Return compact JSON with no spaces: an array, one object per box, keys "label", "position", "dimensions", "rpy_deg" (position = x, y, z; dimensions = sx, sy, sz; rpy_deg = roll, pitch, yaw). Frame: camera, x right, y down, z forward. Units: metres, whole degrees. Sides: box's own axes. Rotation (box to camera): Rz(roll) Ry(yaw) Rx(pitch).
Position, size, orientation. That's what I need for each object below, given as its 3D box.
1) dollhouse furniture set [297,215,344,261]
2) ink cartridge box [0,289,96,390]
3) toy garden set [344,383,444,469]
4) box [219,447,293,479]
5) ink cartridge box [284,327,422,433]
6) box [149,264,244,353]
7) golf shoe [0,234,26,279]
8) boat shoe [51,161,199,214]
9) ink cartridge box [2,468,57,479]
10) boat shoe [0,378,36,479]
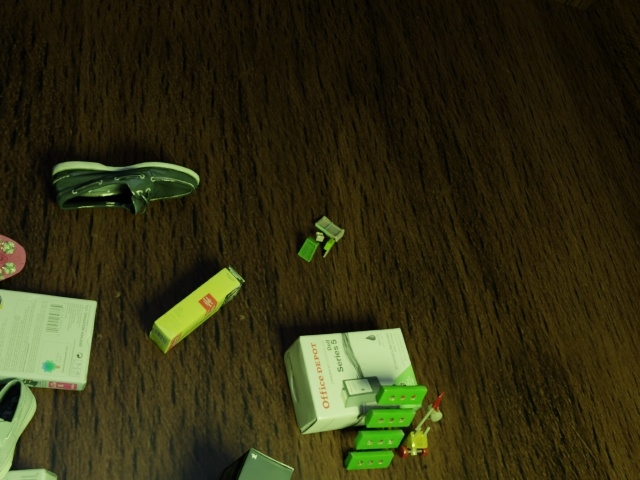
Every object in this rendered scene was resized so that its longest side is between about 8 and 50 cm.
[{"label":"dollhouse furniture set","position":[0.000,0.000,1.777],"dimensions":[0.076,0.058,0.151],"rpy_deg":[34,32,8]},{"label":"ink cartridge box","position":[-0.627,0.196,1.341],"dimensions":[0.311,0.065,0.186],"rpy_deg":[11,56,-21]},{"label":"toy garden set","position":[0.178,0.406,1.478],"dimensions":[0.203,0.244,0.049],"rpy_deg":[6,31,-26]},{"label":"box","position":[-0.164,0.551,1.246],"dimensions":[0.103,0.184,0.261],"rpy_deg":[27,53,-6]},{"label":"ink cartridge box","position":[0.074,0.323,1.543],"dimensions":[0.273,0.115,0.198],"rpy_deg":[-1,60,-25]},{"label":"box","position":[-0.280,0.154,1.510],"dimensions":[0.058,0.087,0.232],"rpy_deg":[45,51,7]},{"label":"golf shoe","position":[-0.770,0.024,1.353],"dimensions":[0.306,0.140,0.115],"rpy_deg":[5,95,-47]},{"label":"boat shoe","position":[-0.459,-0.115,1.576],"dimensions":[0.340,0.127,0.113],"rpy_deg":[3,60,-21]},{"label":"ink cartridge box","position":[-0.599,0.544,1.134],"dimensions":[0.239,0.060,0.275],"rpy_deg":[-4,59,2]},{"label":"boat shoe","position":[-0.594,0.349,1.204],"dimensions":[0.079,0.081,0.227],"rpy_deg":[-2,35,5]}]
